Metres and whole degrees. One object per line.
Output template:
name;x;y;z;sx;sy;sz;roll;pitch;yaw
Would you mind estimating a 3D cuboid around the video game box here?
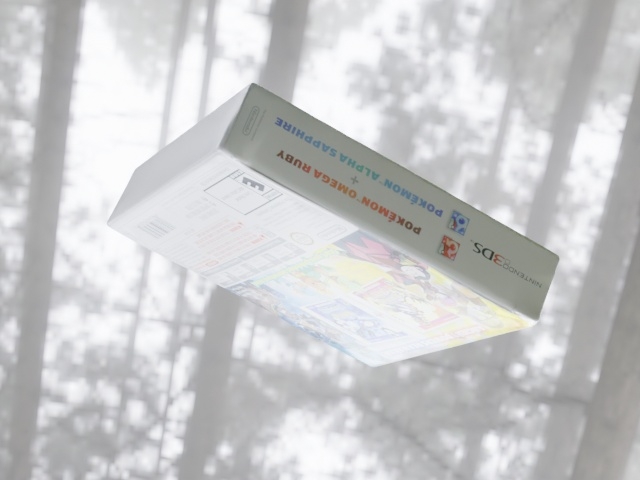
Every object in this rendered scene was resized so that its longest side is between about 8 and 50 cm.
video game box;0.000;0.000;0.940;0.187;0.048;0.205;31;160;-15
